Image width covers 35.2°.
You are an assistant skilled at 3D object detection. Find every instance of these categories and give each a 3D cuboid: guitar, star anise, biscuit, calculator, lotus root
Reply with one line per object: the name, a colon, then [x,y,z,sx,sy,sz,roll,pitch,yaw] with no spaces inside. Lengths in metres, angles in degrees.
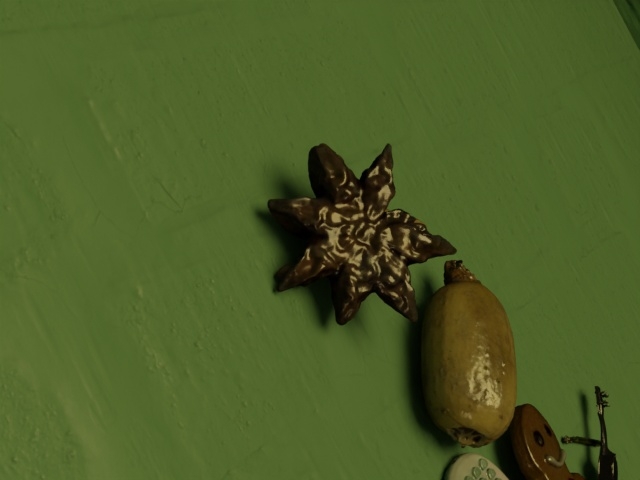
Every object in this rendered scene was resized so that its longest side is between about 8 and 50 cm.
guitar: [0.557,0.407,1.964,0.084,0.038,0.271,58,33,-50]
star anise: [0.068,-0.011,1.583,0.315,0.108,0.316,2,79,-9]
biscuit: [0.441,0.489,1.756,0.283,0.064,0.432,2,66,-60]
calculator: [0.298,0.488,1.661,0.184,0.042,0.295,-32,90,-52]
lotus root: [0.252,0.180,1.705,0.169,0.151,0.343,28,52,-35]

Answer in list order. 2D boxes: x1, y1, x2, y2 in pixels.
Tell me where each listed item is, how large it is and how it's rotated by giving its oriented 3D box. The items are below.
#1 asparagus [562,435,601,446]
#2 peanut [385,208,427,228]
asparagus: [0.512,0.393,1.973,0.127,0.015,0.018,16,57,-42]
peanut: [0.111,-0.011,1.717,0.194,0.083,0.094,-2,109,-45]
